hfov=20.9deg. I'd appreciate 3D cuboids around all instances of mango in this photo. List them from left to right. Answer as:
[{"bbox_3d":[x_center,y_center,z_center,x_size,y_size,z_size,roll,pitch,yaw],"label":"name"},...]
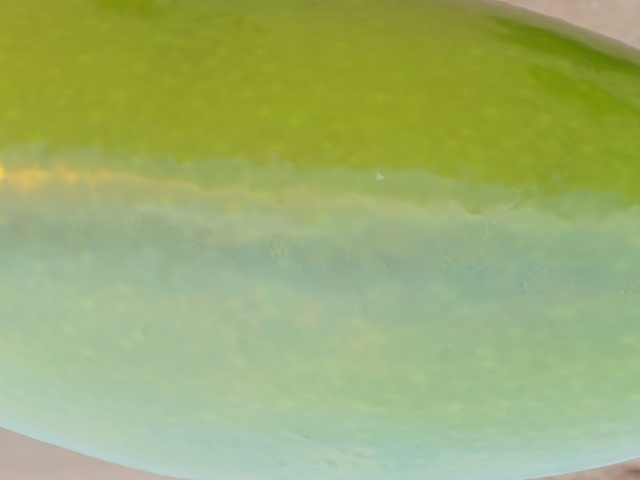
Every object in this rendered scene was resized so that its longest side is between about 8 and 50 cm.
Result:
[{"bbox_3d":[0.000,0.000,0.534,0.343,0.156,0.192,8,159,20],"label":"mango"}]
